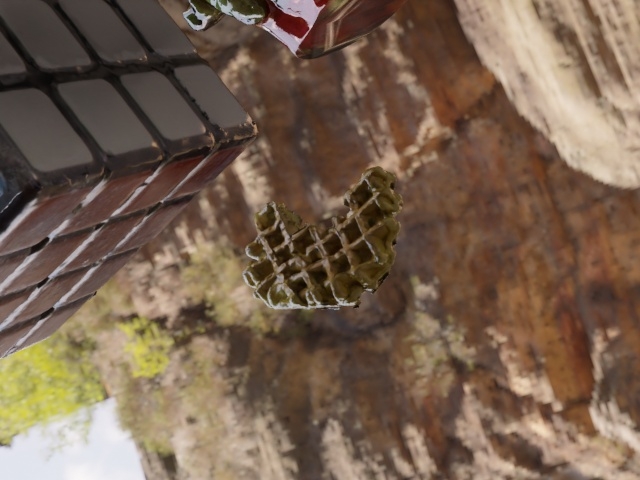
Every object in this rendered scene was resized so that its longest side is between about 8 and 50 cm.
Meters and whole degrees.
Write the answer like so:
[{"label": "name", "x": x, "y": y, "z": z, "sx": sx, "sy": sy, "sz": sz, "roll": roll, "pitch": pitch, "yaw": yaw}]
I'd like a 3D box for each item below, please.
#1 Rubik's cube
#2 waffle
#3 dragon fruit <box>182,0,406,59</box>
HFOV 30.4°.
[{"label": "Rubik's cube", "x": -0.325, "y": -0.092, "z": 0.972, "sx": 0.337, "sy": 0.344, "sz": 0.344, "roll": 51, "pitch": -157, "yaw": 6}, {"label": "waffle", "x": 0.003, "y": 0.001, "z": 1.217, "sx": 0.051, "sy": 0.194, "sz": 0.149, "roll": 29, "pitch": -114, "yaw": -43}, {"label": "dragon fruit", "x": -0.022, "y": -0.184, "z": 0.548, "sx": 0.172, "sy": 0.166, "sz": 0.160, "roll": 58, "pitch": -168, "yaw": 9}]
